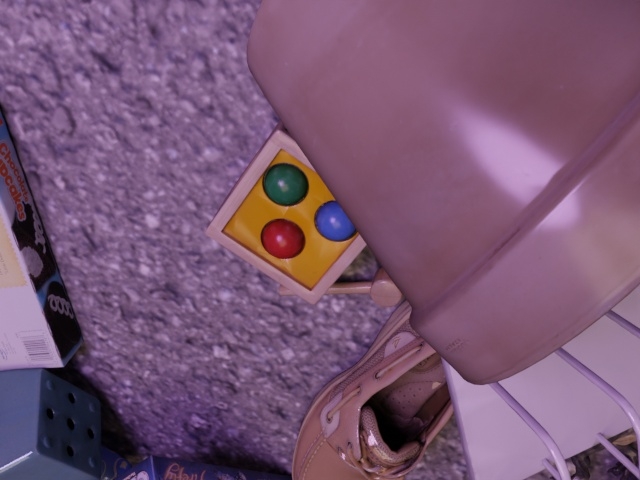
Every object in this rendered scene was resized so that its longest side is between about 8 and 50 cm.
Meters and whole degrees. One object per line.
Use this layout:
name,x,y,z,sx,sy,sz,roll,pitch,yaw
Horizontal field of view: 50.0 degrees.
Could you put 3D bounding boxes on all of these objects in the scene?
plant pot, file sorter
plant pot,-0.377,0.254,0.781,0.234,0.165,0.165,-26,138,12
plant pot,0.109,-0.106,0.502,0.280,0.323,0.323,40,116,5
file sorter,0.281,0.146,0.604,0.278,0.173,0.192,-21,115,-11

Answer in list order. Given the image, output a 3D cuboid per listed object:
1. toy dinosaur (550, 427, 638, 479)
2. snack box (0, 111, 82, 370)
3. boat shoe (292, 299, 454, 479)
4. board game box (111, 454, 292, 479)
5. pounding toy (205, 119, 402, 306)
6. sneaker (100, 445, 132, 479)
toy dinosaur,0.309,0.220,0.758,0.268,0.064,0.118,0,110,3
snack box,-0.396,-0.003,0.731,0.187,0.060,0.321,-5,116,8
boat shoe,0.059,0.201,0.749,0.122,0.110,0.341,26,117,-6
board game box,-0.156,0.318,0.805,0.165,0.042,0.243,-36,141,22
pounding toy,-0.001,0.010,0.668,0.206,0.094,0.181,34,116,-10
sneaker,-0.301,0.351,0.889,0.081,0.080,0.211,19,119,1
